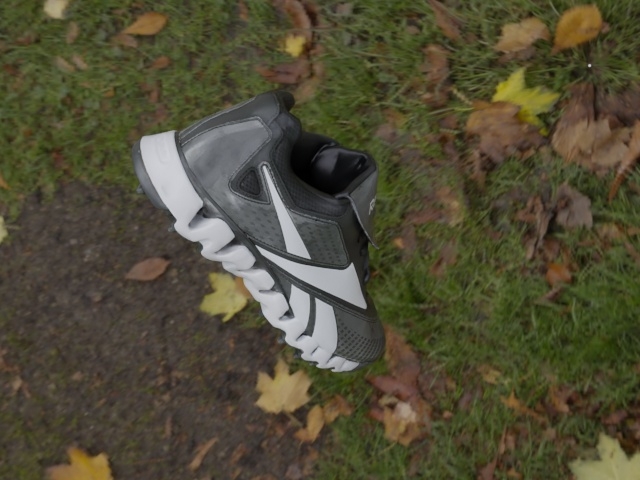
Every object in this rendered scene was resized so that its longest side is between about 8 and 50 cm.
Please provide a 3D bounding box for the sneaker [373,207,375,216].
[{"bbox_3d":[0.013,-0.036,0.649,0.035,0.083,0.031,22,123,-28],"label":"sneaker"}]

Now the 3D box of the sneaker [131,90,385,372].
[{"bbox_3d":[0.000,0.000,0.562,0.106,0.078,0.234,-31,134,11],"label":"sneaker"}]
